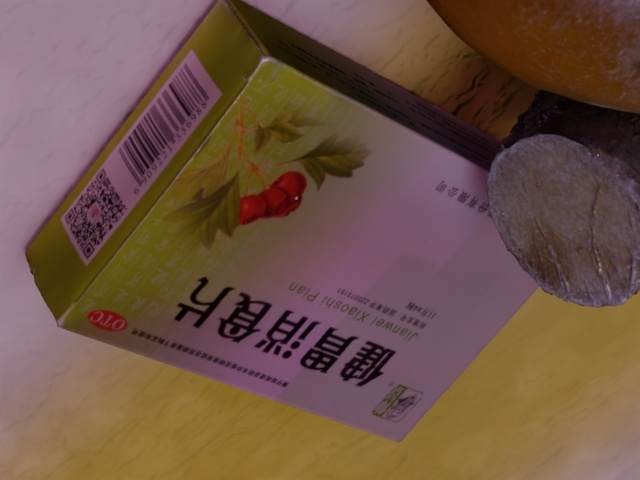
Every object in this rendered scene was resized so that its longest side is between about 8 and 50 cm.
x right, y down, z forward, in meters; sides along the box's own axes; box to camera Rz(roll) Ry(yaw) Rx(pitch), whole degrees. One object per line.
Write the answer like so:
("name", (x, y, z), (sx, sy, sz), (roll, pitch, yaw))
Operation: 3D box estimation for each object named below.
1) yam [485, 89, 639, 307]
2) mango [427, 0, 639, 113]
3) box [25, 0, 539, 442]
("yam", (0.156, -0.051, 0.941), (0.183, 0.107, 0.107), (-48, 153, -45))
("mango", (0.181, -0.145, 0.834), (0.316, 0.146, 0.192), (14, 112, -7))
("box", (0.000, 0.000, 0.962), (0.260, 0.062, 0.175), (23, 114, -42))
